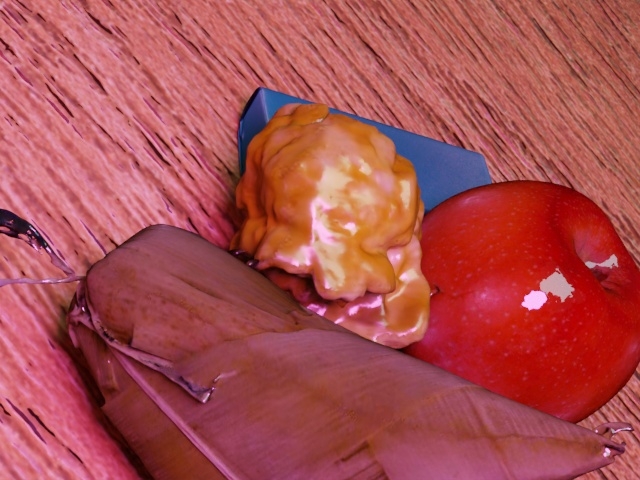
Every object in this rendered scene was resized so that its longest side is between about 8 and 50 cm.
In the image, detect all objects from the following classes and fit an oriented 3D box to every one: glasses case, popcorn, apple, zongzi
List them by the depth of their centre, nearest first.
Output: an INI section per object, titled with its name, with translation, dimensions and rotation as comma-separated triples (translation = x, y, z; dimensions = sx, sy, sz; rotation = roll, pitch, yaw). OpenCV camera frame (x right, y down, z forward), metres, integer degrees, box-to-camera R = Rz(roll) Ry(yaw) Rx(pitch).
[zongzi]
translation = -0.033, 0.070, 1.094
dimensions = 0.447, 0.418, 0.181
rotation = 55, 39, -2
[popcorn]
translation = 0.003, 0.003, 1.301
dimensions = 0.191, 0.190, 0.253
rotation = 20, 67, -22
[apple]
translation = 0.195, 0.064, 1.384
dimensions = 0.260, 0.216, 0.260
rotation = 33, 42, -35
[glasses case]
translation = 0.055, -0.067, 1.488
dimensions = 0.301, 0.070, 0.117
rotation = 13, 49, -30
